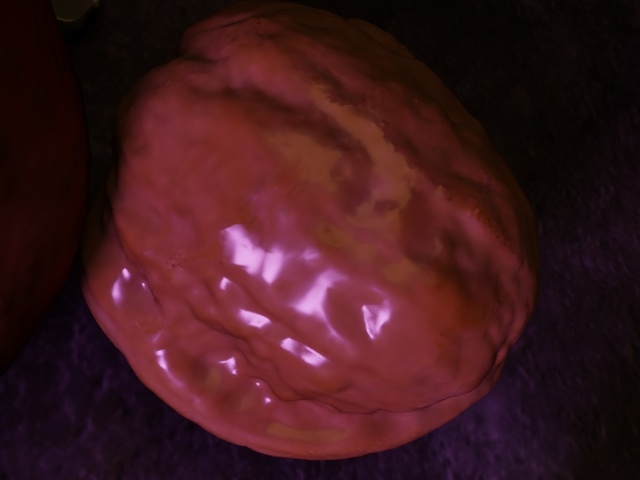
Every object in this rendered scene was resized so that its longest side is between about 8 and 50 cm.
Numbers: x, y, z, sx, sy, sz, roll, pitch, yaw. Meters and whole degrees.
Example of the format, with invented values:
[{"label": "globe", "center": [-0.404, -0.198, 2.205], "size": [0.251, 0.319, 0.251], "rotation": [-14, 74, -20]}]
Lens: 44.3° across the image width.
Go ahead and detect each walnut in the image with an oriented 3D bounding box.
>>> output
[{"label": "walnut", "center": [0.000, 0.000, 0.442], "size": [0.257, 0.224, 0.257], "rotation": [5, 71, -14]}]

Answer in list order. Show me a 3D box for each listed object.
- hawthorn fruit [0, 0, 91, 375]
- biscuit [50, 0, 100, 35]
[{"label": "hawthorn fruit", "center": [-0.287, -0.068, 0.301], "size": [0.403, 0.403, 0.402], "rotation": [7, 62, -13]}, {"label": "biscuit", "center": [-0.316, -0.227, 0.570], "size": [0.323, 0.038, 0.099], "rotation": [15, 64, -10]}]
